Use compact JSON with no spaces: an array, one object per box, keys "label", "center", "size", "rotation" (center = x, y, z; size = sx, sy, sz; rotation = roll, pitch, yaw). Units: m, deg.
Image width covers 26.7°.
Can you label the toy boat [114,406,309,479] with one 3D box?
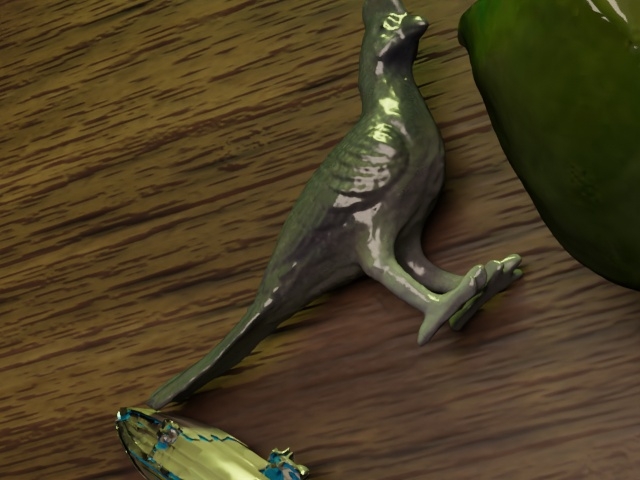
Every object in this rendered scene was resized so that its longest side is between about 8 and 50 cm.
[{"label":"toy boat","center":[-0.079,0.168,0.964],"size":[0.210,0.066,0.084],"rotation":[28,52,37]}]

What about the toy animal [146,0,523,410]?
[{"label":"toy animal","center":[0.036,0.000,0.961],"size":[0.206,0.081,0.367],"rotation":[27,93,24]}]

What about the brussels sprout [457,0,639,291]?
[{"label":"brussels sprout","center":[0.235,-0.134,0.803],"size":[0.276,0.315,0.371],"rotation":[-34,22,38]}]
